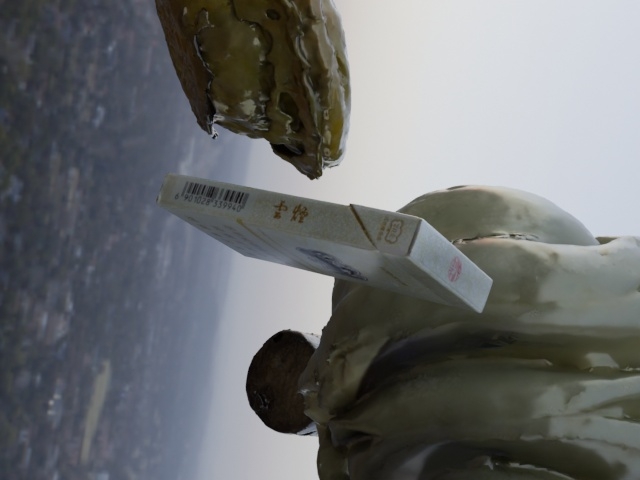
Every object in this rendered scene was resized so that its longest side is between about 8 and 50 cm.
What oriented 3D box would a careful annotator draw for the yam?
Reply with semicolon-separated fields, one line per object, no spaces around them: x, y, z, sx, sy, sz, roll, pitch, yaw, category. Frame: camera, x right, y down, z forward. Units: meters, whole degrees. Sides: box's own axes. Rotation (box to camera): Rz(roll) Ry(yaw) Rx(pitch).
0.030;0.170;1.167;0.280;0.131;0.131;18;78;-56;yam

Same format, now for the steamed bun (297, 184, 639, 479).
0.129;0.149;0.761;0.247;0.339;0.352;-44;151;-44;steamed bun

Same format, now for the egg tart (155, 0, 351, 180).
-0.051;-0.147;0.671;0.241;0.106;0.240;160;-90;-83;egg tart

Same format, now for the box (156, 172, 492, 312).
0.000;0.000;0.547;0.090;0.167;0.024;35;71;-52;box
